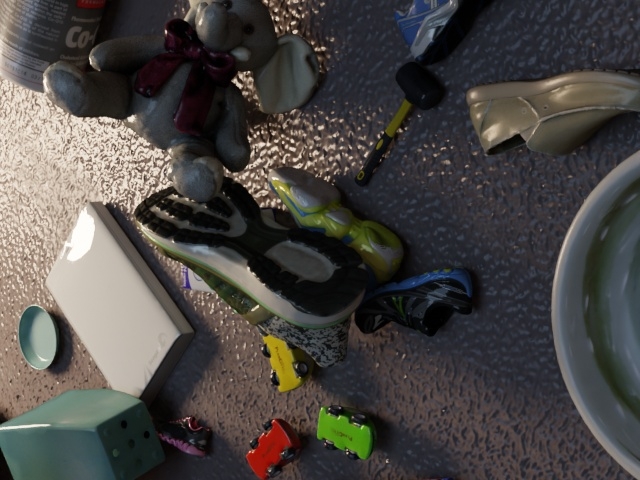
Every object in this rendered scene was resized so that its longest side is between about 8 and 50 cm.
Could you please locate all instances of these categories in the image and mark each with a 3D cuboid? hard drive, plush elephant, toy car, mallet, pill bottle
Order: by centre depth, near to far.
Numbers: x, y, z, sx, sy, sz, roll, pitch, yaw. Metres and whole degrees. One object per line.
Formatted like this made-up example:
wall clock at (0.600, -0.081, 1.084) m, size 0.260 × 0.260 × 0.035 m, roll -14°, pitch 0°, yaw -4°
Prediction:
mallet at (0.099, -0.140, 1.491) m, size 0.062 × 0.039 × 0.190 m, roll 46°, pitch 126°, yaw 33°
plush elephant at (-0.158, -0.242, 1.558) m, size 0.272 × 0.330 × 0.255 m, roll 37°, pitch 109°, yaw 5°
toy car at (-0.001, 0.250, 1.601) m, size 0.225 × 0.053 × 0.239 m, roll 17°, pitch 106°, yaw 39°
pill bottle at (-0.433, -0.398, 1.856) m, size 0.161 × 0.161 × 0.283 m, roll 40°, pitch 119°, yaw 32°
hard drive at (-0.344, 0.112, 1.904) m, size 0.307 × 0.040 × 0.203 m, roll 51°, pitch 124°, yaw 27°

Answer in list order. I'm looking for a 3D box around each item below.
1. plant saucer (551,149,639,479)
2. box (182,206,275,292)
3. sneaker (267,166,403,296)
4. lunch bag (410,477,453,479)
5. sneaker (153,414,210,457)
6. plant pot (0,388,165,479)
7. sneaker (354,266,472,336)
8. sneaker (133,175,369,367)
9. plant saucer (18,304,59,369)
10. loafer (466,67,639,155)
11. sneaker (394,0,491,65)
plant saucer at (0.434, 0.082, 1.164) m, size 0.400 × 0.100 × 0.401 m, roll 4°, pitch 96°, yaw 41°
box at (-0.137, 0.012, 1.688) m, size 0.137 × 0.072 × 0.126 m, roll 4°, pitch 97°, yaw 41°
sneaker at (0.000, 0.000, 1.552) m, size 0.240 × 0.091 × 0.126 m, roll 39°, pitch 119°, yaw 32°
lunch bag at (0.098, 0.479, 1.500) m, size 0.221 × 0.138 × 0.293 m, roll -13°, pitch 100°, yaw 36°
sneaker at (-0.220, 0.304, 1.816) m, size 0.119 × 0.047 × 0.057 m, roll 18°, pitch 84°, yaw 39°
plant pot at (-0.374, 0.338, 1.844) m, size 0.234 × 0.165 × 0.165 m, roll -15°, pitch 98°, yaw 42°
sneaker at (0.117, 0.091, 1.470) m, size 0.188 × 0.067 × 0.078 m, roll -22°, pitch 73°, yaw 38°
sneaker at (-0.108, 0.052, 1.543) m, size 0.410 × 0.158 × 0.182 m, roll 31°, pitch 139°, yaw 37°
plant saucer at (-0.510, 0.176, 2.070) m, size 0.119 × 0.021 × 0.119 m, roll 4°, pitch 96°, yaw 41°
loafer at (0.282, -0.143, 1.287) m, size 0.268 × 0.102 × 0.092 m, roll 1°, pitch 96°, yaw 51°
sneaker at (0.164, -0.313, 1.384) m, size 0.211 × 0.080 × 0.081 m, roll -49°, pitch 66°, yaw 32°
